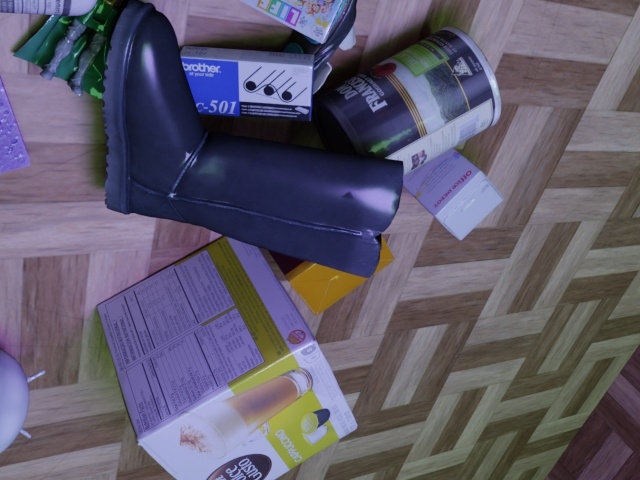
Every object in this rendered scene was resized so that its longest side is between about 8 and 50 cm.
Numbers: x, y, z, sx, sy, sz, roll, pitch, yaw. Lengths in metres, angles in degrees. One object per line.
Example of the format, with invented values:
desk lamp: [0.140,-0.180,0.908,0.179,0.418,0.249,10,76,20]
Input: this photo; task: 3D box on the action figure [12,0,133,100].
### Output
action figure: [-0.307,-0.317,0.928,0.137,0.063,0.232,23,108,-40]

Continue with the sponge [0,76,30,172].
sponge: [-0.497,-0.183,0.938,0.117,0.031,0.210,-18,135,-19]

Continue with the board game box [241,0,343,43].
board game box: [-0.041,-0.378,1.000,0.154,0.026,0.103,27,115,0]

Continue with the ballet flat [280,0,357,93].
ballet flat: [-0.008,-0.322,1.103,0.096,0.095,0.280,4,134,-47]

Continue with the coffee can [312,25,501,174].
coffee can: [0.149,-0.228,1.195,0.275,0.201,0.201,-30,137,-8]

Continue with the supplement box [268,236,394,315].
supplement box: [0.000,0.000,1.299,0.191,0.194,0.129,-35,137,-2]

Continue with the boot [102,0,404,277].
boot: [-0.086,-0.134,1.008,0.445,0.146,0.367,16,137,-2]

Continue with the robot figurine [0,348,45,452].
robot figurine: [-0.648,0.270,1.107,0.353,0.200,0.300,12,103,-40]

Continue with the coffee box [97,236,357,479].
coffee box: [-0.178,0.251,1.294,0.334,0.338,0.338,-29,136,-8]

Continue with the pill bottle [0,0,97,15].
pill bottle: [-0.354,-0.353,0.767,0.318,0.176,0.176,-6,129,-25]

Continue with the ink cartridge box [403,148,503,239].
ink cartridge box: [0.260,-0.114,1.382,0.128,0.176,0.127,-45,136,9]

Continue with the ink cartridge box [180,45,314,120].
ink cartridge box: [-0.115,-0.247,1.055,0.207,0.046,0.097,4,130,0]
